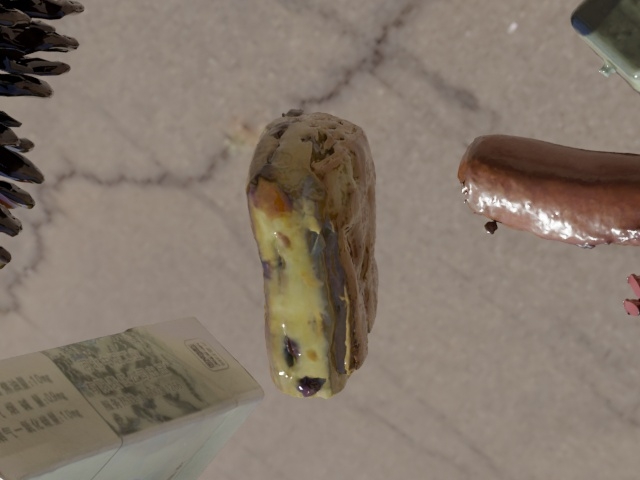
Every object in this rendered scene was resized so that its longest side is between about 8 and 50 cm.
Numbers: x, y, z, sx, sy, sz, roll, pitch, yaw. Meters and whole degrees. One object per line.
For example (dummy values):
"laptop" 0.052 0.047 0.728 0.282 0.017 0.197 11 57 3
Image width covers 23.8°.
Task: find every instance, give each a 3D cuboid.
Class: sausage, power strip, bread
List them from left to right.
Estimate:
"bread" 0.000 0.000 1.275 0.099 0.235 0.210 -5 110 4
"sausage" 0.247 -0.025 1.015 0.327 0.079 0.087 6 153 27
"power strip" 0.341 -0.239 1.341 0.105 0.257 0.070 51 -170 35

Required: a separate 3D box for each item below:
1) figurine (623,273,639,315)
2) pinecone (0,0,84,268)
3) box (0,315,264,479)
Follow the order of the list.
"figurine" 0.362 0.049 1.429 0.075 0.140 0.068 -124 26 -43
"pinecone" -0.178 -0.051 0.617 0.163 0.165 0.163 1 -176 0
"box" -0.151 0.132 0.794 0.069 0.164 0.256 44 -161 15
